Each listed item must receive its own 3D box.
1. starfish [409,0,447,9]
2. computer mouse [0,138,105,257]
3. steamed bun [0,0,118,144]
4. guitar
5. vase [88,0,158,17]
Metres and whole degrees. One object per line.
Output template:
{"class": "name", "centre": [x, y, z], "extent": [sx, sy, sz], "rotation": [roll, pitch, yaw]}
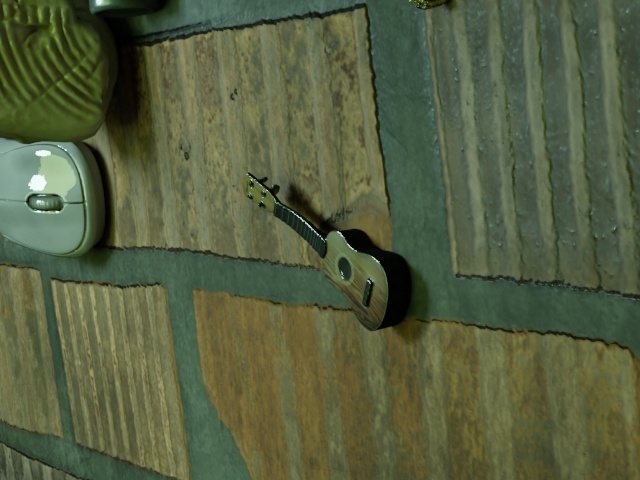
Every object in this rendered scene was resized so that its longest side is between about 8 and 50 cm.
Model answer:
{"class": "starfish", "centre": [0.091, -0.251, 1.286], "extent": [0.091, 0.028, 0.078], "rotation": [-20, 80, 52]}
{"class": "computer mouse", "centre": [-0.429, -0.075, 2.043], "extent": [0.297, 0.121, 0.184], "rotation": [23, 116, 54]}
{"class": "steamed bun", "centre": [-0.405, -0.277, 1.840], "extent": [0.276, 0.289, 0.203], "rotation": [-67, 19, 3]}
{"class": "guitar", "centre": [0.001, -0.001, 1.480], "extent": [0.271, 0.038, 0.084], "rotation": [41, 131, 40]}
{"class": "vase", "centre": [-0.255, -0.393, 1.727], "extent": [0.086, 0.086, 0.214], "rotation": [-3, 92, 57]}
